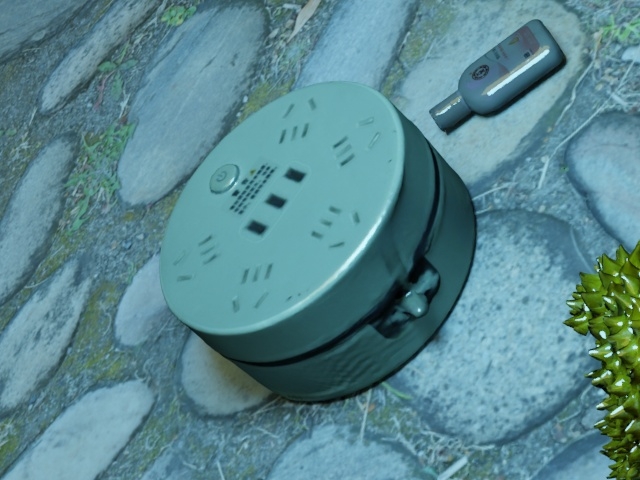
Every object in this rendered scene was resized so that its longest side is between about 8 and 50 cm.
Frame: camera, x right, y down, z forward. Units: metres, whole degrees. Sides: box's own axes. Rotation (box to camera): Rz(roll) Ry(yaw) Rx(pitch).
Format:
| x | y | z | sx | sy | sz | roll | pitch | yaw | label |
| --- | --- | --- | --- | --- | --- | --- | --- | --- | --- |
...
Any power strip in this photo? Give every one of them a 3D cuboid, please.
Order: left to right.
| x | y | z | sx | sy | sz | roll | pitch | yaw | label |
| --- | --- | --- | --- | --- | --- | --- | --- | --- | --- |
| 0.000 | 0.000 | 1.662 | 0.357 | 0.161 | 0.357 | -25 | 43 | 25 | power strip |

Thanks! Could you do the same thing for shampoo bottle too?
| x | y | z | sx | sy | sz | roll | pitch | yaw | label |
| --- | --- | --- | --- | --- | --- | --- | --- | --- | --- |
| 0.199 | -0.186 | 1.738 | 0.165 | 0.040 | 0.080 | -35 | 41 | 13 | shampoo bottle |

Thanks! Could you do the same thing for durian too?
| x | y | z | sx | sy | sz | roll | pitch | yaw | label |
| --- | --- | --- | --- | --- | --- | --- | --- | --- | --- |
| 0.325 | 0.100 | 1.214 | 0.258 | 0.258 | 0.293 | -27 | 21 | 23 | durian |
